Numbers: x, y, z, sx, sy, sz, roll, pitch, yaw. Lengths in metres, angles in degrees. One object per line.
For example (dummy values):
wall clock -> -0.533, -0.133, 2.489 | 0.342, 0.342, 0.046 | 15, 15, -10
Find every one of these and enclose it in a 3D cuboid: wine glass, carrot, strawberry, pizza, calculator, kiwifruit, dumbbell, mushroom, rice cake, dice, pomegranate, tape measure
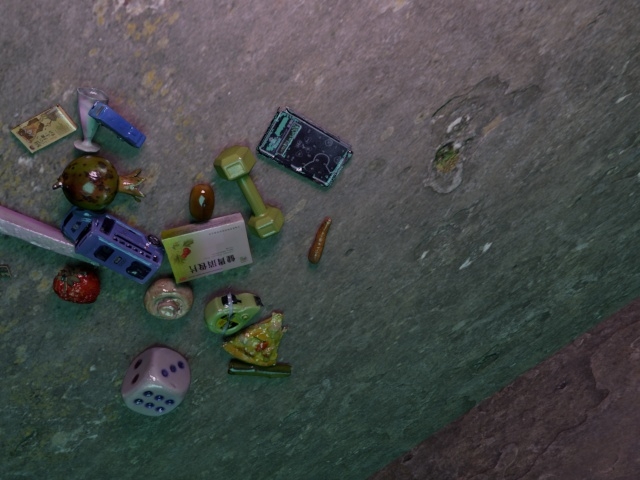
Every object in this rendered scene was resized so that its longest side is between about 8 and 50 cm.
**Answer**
wine glass -> -0.602, -0.313, 1.050 | 0.073, 0.073, 0.155 | 13, 120, -21
carrot -> 0.000, 0.000, 1.433 | 0.047, 0.047, 0.191 | 10, 117, -20
strawberry -> -0.787, 0.156, 1.302 | 0.131, 0.131, 0.148 | -1, 116, -13
pizza -> -0.240, 0.396, 1.627 | 0.280, 0.075, 0.287 | 22, 117, -27
calculator -> -0.043, -0.281, 1.234 | 0.274, 0.028, 0.165 | 24, 116, -26
kiwifruit -> -0.367, -0.117, 1.244 | 0.075, 0.075, 0.124 | 6, 118, -17
dumbbell -> -0.213, -0.143, 1.238 | 0.122, 0.108, 0.301 | -23, 126, 0
mushroom -> -0.526, 0.207, 1.396 | 0.166, 0.127, 0.166 | -8, 120, -14
rice cake -> -0.835, -0.020, 1.198 | 0.365, 0.072, 0.056 | 28, 112, -28
dice -> -0.638, 0.548, 1.565 | 0.194, 0.191, 0.193 | -36, 123, 14
pomegranate -> -0.603, -0.151, 1.118 | 0.220, 0.156, 0.156 | 14, 120, -24
tape measure -> -0.344, 0.271, 1.499 | 0.200, 0.106, 0.175 | -44, 136, 19

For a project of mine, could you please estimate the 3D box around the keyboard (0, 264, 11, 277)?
keyboard -> -1.052, 0.098, 1.262 | 0.130, 0.015, 0.049 | 2, 124, -15

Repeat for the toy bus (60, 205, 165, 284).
toy bus -> -0.636, 0.011, 1.229 | 0.125, 0.133, 0.292 | -43, 123, 17

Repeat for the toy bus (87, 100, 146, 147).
toy bus -> -0.526, -0.297, 1.048 | 0.051, 0.061, 0.153 | -58, 153, -7

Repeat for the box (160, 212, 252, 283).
box -> -0.367, 0.025, 1.320 | 0.261, 0.062, 0.175 | -16, 125, -16

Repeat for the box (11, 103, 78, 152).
box -> -0.732, -0.294, 1.064 | 0.149, 0.020, 0.073 | -26, 126, 5

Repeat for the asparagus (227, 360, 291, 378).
asparagus -> -0.264, 0.561, 1.748 | 0.278, 0.060, 0.067 | 13, 101, -21
